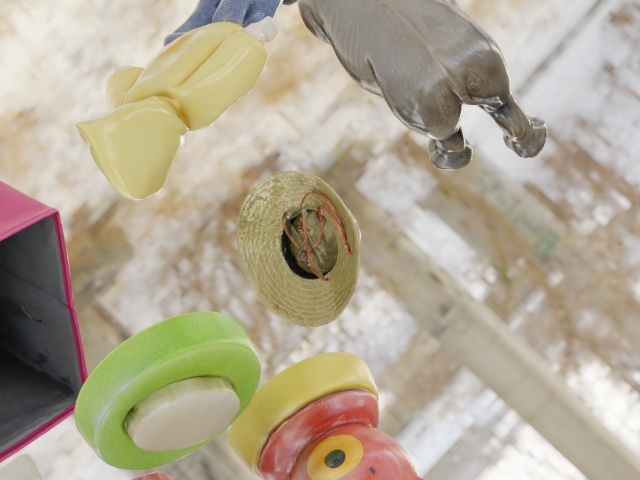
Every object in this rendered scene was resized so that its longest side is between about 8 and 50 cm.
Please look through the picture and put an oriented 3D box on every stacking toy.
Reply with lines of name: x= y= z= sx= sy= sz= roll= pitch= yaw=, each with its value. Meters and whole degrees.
stacking toy: x=-0.089 y=0.201 z=1.208 sx=0.309 sy=0.130 sz=0.279 roll=-41 pitch=148 yaw=7

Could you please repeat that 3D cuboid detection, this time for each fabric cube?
fabric cube: x=-0.426 y=0.078 z=1.769 sx=0.254 sy=0.258 sz=0.259 roll=-33 pitch=134 yaw=-36

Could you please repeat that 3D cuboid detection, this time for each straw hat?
straw hat: x=0.000 y=0.000 z=1.491 sx=0.061 sy=0.144 sz=0.144 roll=-23 pitch=158 yaw=-46

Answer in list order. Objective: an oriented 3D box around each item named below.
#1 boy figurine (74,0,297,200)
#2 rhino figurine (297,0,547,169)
boy figurine: x=-0.123 y=-0.144 z=1.474 sx=0.177 sy=0.092 sz=0.285 roll=-8 pitch=-143 yaw=39
rhino figurine: x=0.027 y=-0.135 z=0.988 sx=0.073 sy=0.243 sz=0.106 roll=-42 pitch=146 yaw=2
